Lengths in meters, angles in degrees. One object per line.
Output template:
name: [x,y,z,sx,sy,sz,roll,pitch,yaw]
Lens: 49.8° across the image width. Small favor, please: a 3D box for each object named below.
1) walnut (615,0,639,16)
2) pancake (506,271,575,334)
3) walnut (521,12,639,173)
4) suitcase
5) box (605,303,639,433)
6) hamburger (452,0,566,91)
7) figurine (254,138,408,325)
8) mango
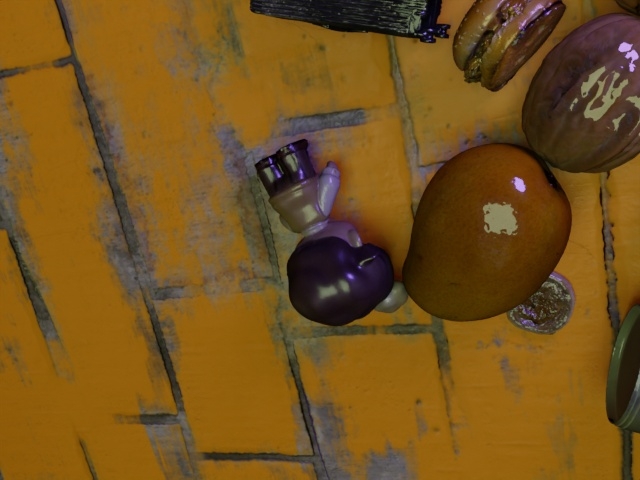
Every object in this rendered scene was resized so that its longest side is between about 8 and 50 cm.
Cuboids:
walnut: [0.525,-0.429,0.996,0.195,0.195,0.221,32,108,4]
pancake: [0.420,0.119,1.332,0.140,0.022,0.139,6,111,16]
walnut: [0.441,-0.223,1.091,0.225,0.225,0.260,29,120,5]
suitcase: [0.059,-0.468,1.154,0.335,0.152,0.229,13,113,15]
box: [0.607,0.234,1.203,0.150,0.226,0.226,13,114,12]
hamburger: [0.293,-0.334,1.117,0.118,0.182,0.191,45,150,17]
figurine: [0.003,-0.005,1.356,0.218,0.206,0.364,-23,79,17]
mango: [0.282,0.002,1.228,0.264,0.221,0.378,34,129,6]
